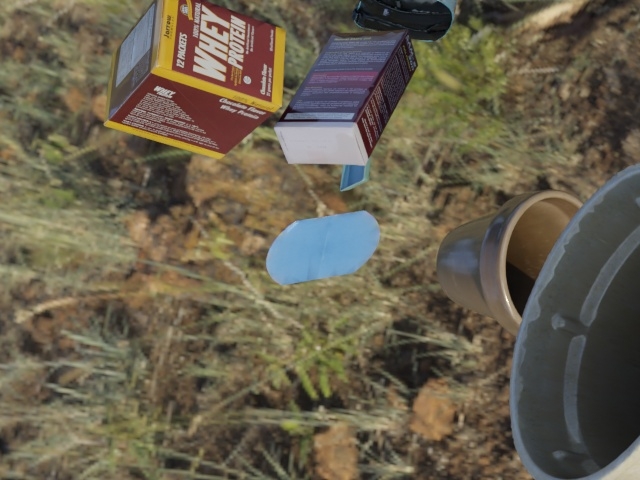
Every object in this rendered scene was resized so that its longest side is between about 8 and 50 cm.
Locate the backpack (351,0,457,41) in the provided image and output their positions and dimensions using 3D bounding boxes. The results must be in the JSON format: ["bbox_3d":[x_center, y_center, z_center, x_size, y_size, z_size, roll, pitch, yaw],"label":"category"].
[{"bbox_3d":[0.173,-0.471,2.051,0.166,0.188,0.144,111,179,-65],"label":"backpack"}]

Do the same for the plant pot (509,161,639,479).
[{"bbox_3d":[0.405,0.128,1.063,0.334,0.305,0.334,-160,90,-76],"label":"plant pot"}]

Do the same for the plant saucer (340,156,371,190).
[{"bbox_3d":[0.070,-0.178,1.858,0.067,0.018,0.192,-24,51,50],"label":"plant saucer"}]

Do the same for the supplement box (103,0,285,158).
[{"bbox_3d":[-0.180,-0.233,1.525,0.194,0.191,0.129,-32,50,53],"label":"supplement box"}]

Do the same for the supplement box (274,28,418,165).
[{"bbox_3d":[0.042,-0.213,1.565,0.130,0.073,0.239,4,46,28],"label":"supplement box"}]

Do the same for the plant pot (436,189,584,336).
[{"bbox_3d":[0.334,0.043,1.878,0.229,0.263,0.263,0,78,56],"label":"plant pot"}]

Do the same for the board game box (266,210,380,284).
[{"bbox_3d":[0.000,0.000,1.503,0.133,0.169,0.033,101,153,-46],"label":"board game box"}]
